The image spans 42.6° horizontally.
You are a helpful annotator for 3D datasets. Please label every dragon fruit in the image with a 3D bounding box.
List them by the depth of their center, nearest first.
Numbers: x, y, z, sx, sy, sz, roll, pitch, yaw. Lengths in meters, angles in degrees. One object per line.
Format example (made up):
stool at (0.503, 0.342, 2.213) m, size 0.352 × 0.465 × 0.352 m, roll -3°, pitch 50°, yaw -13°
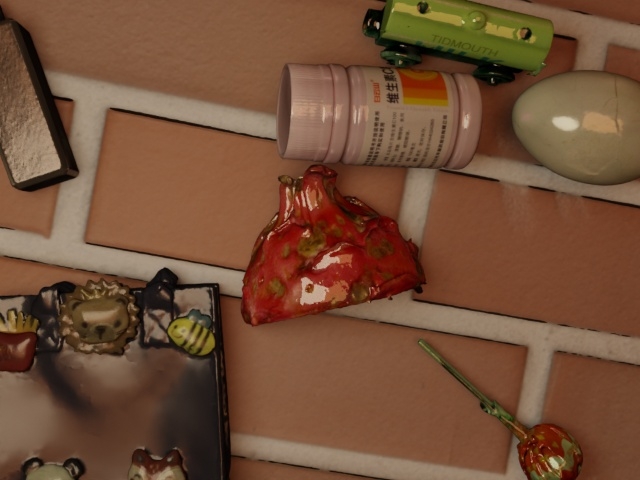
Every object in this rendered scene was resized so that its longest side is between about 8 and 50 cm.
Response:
dragon fruit at (0.000, 0.000, 1.085) m, size 0.262 × 0.134 × 0.211 m, roll -17°, pitch 83°, yaw -3°

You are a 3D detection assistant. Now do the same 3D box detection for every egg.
egg at (0.360, -0.152, 1.100) m, size 0.209 × 0.151 × 0.151 m, roll 11°, pitch 90°, yaw -1°

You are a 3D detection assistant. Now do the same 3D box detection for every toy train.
toy train at (0.186, -0.273, 1.081) m, size 0.253 × 0.157 × 0.105 m, roll 12°, pitch 91°, yaw -6°

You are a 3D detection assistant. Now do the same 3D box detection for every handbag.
handbag at (-0.275, 0.204, 1.072) m, size 0.304 × 0.122 × 0.329 m, roll -3°, pitch 90°, yaw -4°

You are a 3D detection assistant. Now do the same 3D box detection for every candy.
candy at (0.242, 0.238, 1.138) m, size 0.288 × 0.078 × 0.084 m, roll 41°, pitch 58°, yaw 0°

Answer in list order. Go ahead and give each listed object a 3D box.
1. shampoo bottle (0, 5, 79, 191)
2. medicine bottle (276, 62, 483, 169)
shampoo bottle at (-0.398, -0.190, 1.075) m, size 0.079 × 0.080 × 0.246 m, roll -20°, pitch 93°, yaw -6°
medicine bottle at (0.073, -0.162, 1.074) m, size 0.250 × 0.133 × 0.133 m, roll 1°, pitch 91°, yaw -10°
